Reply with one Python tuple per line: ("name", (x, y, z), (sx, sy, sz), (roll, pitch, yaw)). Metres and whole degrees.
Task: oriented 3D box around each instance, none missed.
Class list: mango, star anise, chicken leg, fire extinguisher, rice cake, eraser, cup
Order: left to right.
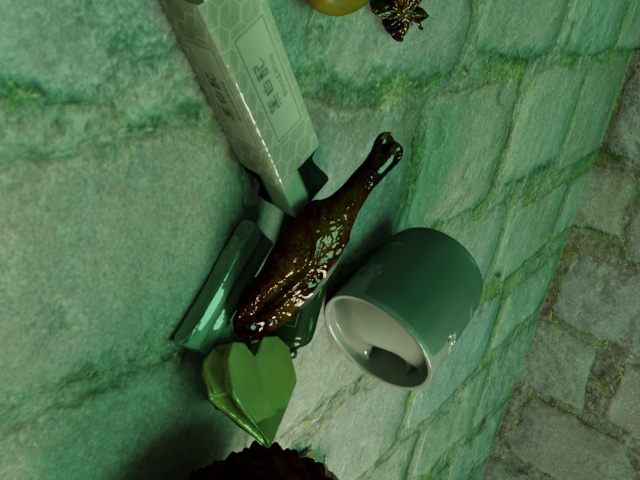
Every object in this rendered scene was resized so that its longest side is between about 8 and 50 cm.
("rice cake", (-0.151, 0.078, 1.126), (0.226, 0.040, 0.085), (-61, 149, -6))
("eraser", (-0.091, -0.196, 0.955), (0.096, 0.098, 0.404), (-48, 146, -19))
("fire extinguisher", (-0.041, 0.093, 1.270), (0.095, 0.114, 0.311), (9, 107, -18))
("chicken leg", (0.000, 0.000, 1.103), (0.407, 0.096, 0.158), (-53, 173, 4))
("mango", (0.038, -0.398, 1.026), (0.195, 0.091, 0.130), (-51, 147, -40))
("cup", (0.176, 0.151, 1.543), (0.274, 0.259, 0.357), (-45, 176, -31))
("star anise", (0.151, -0.399, 1.230), (0.097, 0.070, 0.190), (-40, 155, 12))

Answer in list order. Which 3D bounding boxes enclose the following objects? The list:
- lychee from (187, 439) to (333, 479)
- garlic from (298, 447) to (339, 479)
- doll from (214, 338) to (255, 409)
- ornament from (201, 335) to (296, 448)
("lychee", (-0.137, 0.572, 1.169), (0.424, 0.424, 0.500), (-2, 129, -58))
("garlic", (-0.026, 0.605, 1.653), (0.142, 0.178, 0.229), (-36, 132, 11))
("doll", (-0.141, 0.246, 1.233), (0.152, 0.085, 0.114), (-42, 122, -50))
("ornament", (-0.103, 0.251, 1.158), (0.201, 0.059, 0.180), (6, 67, -60))
